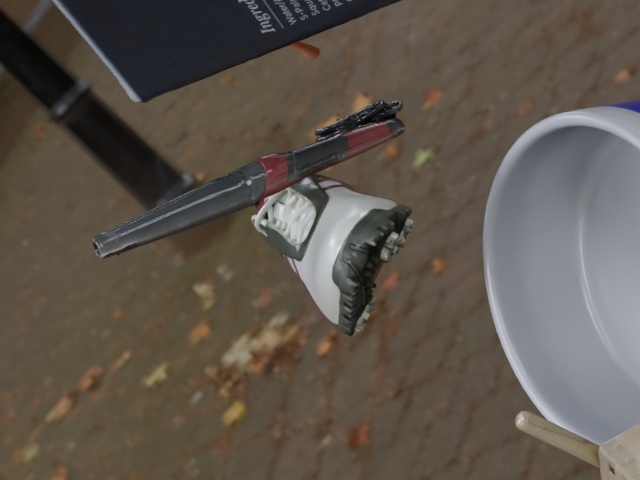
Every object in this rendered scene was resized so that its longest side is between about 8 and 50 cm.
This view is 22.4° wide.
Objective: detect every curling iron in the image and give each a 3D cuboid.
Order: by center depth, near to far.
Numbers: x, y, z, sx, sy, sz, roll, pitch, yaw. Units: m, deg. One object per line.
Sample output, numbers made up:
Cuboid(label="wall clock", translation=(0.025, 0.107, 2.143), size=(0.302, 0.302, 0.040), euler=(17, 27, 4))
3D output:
Cuboid(label="curling iron", translation=(-0.047, -0.043, 1.214), size=(0.274, 0.035, 0.068), euler=(-28, 6, -27))

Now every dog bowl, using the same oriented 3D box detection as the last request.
Cuboid(label="dog bowl", translation=(0.241, 0.027, 1.200), size=(0.104, 0.264, 0.265), euler=(-13, -1, -30))

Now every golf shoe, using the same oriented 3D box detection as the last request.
Cuboid(label="golf shoe", translation=(0.000, 0.000, 1.233), size=(0.105, 0.120, 0.273), euler=(-64, 2, 2))

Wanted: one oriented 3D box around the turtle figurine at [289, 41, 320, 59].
Cuboid(label="turtle figurine", translation=(-0.123, -0.255, 1.412), size=(0.087, 0.270, 0.217), euler=(129, 151, -62))

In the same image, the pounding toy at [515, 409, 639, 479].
Cuboid(label="pounding toy", translation=(0.193, 0.131, 0.850), size=(0.141, 0.130, 0.100), euler=(-27, 43, -14))

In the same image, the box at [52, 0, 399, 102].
Cuboid(label="box", translation=(-0.002, -0.320, 1.106), size=(0.396, 0.212, 0.293), euler=(-20, 44, 20))
